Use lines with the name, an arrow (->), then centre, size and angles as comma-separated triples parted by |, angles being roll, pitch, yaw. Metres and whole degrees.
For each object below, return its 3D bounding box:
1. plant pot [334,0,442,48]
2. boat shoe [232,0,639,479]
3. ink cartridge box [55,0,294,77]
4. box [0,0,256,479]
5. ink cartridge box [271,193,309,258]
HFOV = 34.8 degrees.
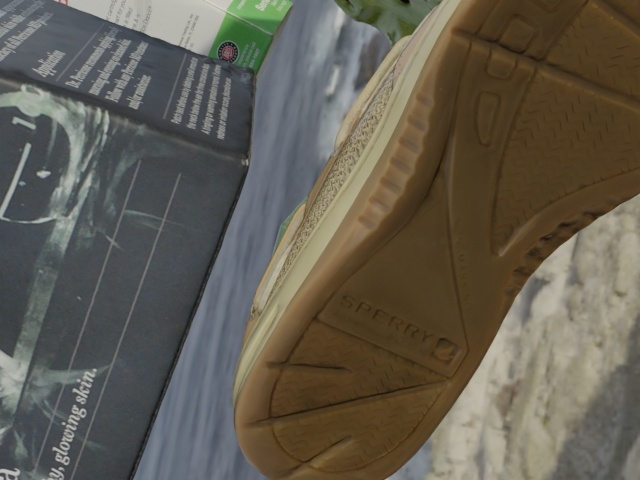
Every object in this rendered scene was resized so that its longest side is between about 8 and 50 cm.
plant pot -> 0.131, -0.291, 0.859 | 0.254, 0.276, 0.276 | -54, 10, -10
boat shoe -> 0.066, -0.048, 0.448 | 0.341, 0.122, 0.110 | -51, 22, 12
ink cartridge box -> -0.212, -0.270, 1.319 | 0.211, 0.289, 0.121 | -59, 6, 37
box -> -0.350, 0.027, 0.838 | 0.297, 0.472, 0.480 | -95, 26, -69
ink cartridge box -> 0.000, 0.000, 1.402 | 0.235, 0.056, 0.171 | -51, -18, -51
